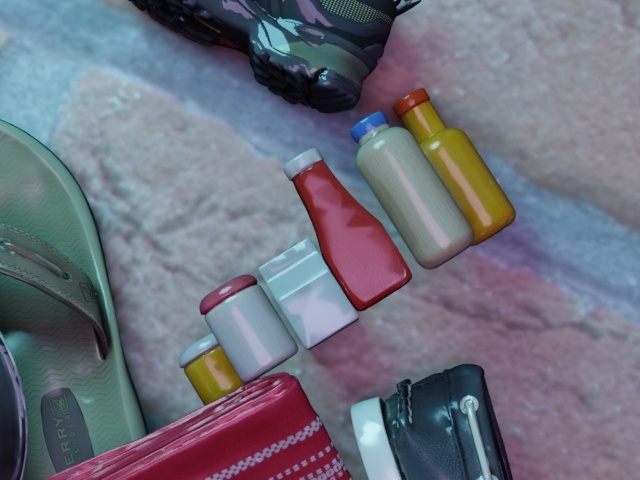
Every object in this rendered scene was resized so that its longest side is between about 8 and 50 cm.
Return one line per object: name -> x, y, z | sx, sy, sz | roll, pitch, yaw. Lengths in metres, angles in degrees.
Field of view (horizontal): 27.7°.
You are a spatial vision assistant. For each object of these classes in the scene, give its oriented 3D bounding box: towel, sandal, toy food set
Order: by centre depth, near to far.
towel -> -0.047, 0.227, 0.785 | 0.199, 0.031, 0.275 | -27, 110, 0
toy food set -> 0.000, 0.000, 0.799 | 0.232, 0.111, 0.104 | -32, 84, -1
sandal -> -0.185, 0.045, 0.807 | 0.120, 0.086, 0.303 | -27, 74, 1

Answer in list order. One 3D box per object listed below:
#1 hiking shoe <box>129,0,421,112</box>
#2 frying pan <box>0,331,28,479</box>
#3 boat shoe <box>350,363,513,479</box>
hiking shoe -> -0.050, -0.181, 0.834 | 0.227, 0.086, 0.114 | 35, 76, -2
frying pan -> -0.274, 0.170, 0.793 | 0.197, 0.053, 0.326 | 11, 99, 20
boat shoe -> 0.113, 0.224, 0.782 | 0.091, 0.114, 0.302 | -23, 87, 7
